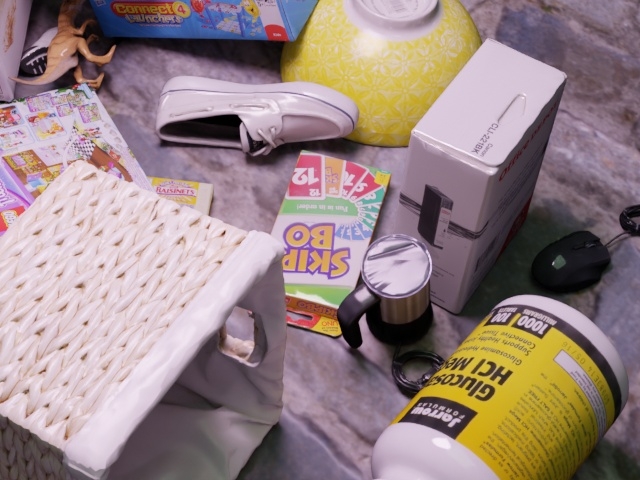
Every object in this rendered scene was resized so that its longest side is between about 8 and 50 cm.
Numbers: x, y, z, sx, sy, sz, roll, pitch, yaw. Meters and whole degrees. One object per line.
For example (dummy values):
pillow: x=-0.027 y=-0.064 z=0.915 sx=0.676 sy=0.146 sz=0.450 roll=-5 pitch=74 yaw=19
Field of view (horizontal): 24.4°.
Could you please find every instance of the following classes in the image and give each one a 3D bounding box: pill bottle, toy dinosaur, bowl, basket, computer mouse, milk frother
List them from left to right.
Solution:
toy dinosaur: x=-0.342 y=-0.242 z=1.978 sx=0.112 sy=0.064 sz=0.211 roll=22 pitch=44 yaw=-11
basket: x=-0.226 y=0.156 z=1.538 sx=0.266 sy=0.328 sz=0.331 roll=24 pitch=54 yaw=18
bowl: x=0.093 y=-0.283 z=2.021 sx=0.289 sy=0.156 sz=0.289 roll=3 pitch=52 yaw=-4
milk frother: x=0.104 y=0.091 z=1.736 sx=0.143 sy=0.135 sz=0.129 roll=30 pitch=69 yaw=19
pill bottle: x=0.176 y=0.226 z=1.605 sx=0.188 sy=0.188 sz=0.334 roll=33 pitch=56 yaw=19
computer mouse: x=0.371 y=-0.002 z=1.901 sx=0.242 sy=0.041 sz=0.071 roll=-27 pitch=58 yaw=-25

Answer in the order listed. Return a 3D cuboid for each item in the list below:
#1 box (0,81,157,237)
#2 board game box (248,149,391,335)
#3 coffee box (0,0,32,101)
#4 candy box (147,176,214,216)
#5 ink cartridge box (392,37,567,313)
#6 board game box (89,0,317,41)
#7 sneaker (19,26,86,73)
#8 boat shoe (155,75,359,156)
box: x=-0.339 y=-0.086 z=1.834 sx=0.201 sy=0.057 sz=0.293 roll=-15 pitch=39 yaw=-18
board game box: x=0.000 y=0.000 z=1.866 sx=0.124 sy=0.039 sz=0.259 roll=14 pitch=54 yaw=6
coffee box: x=-0.569 y=-0.400 z=1.902 sx=0.338 sy=0.334 sz=0.338 roll=-2 pitch=51 yaw=4
candy box: x=-0.244 y=-0.039 z=1.872 sx=0.205 sy=0.027 sz=0.105 roll=7 pitch=47 yaw=0
ink cartridge box: x=0.185 y=-0.076 z=1.791 sx=0.114 sy=0.273 sz=0.197 roll=28 pitch=54 yaw=15
board game box: x=-0.126 y=-0.410 z=2.078 sx=0.302 sy=0.086 sz=0.308 roll=4 pitch=48 yaw=25
sneaker: x=-0.376 y=-0.264 z=2.035 sx=0.043 sy=0.040 sz=0.109 roll=29 pitch=49 yaw=34
boat shoe: x=-0.086 y=-0.155 z=1.941 sx=0.267 sy=0.096 sz=0.088 roll=8 pitch=55 yaw=2
